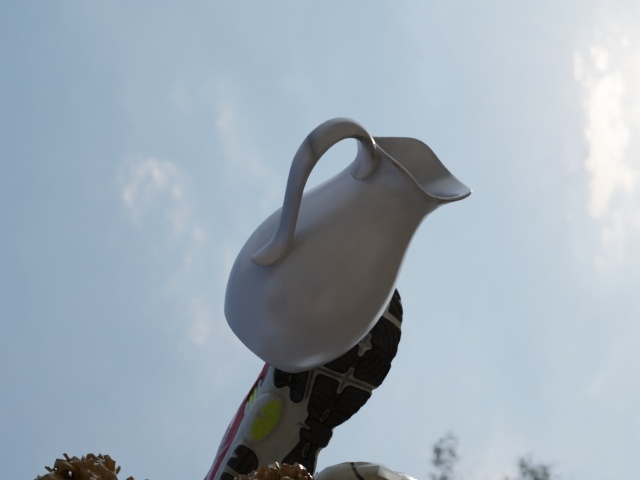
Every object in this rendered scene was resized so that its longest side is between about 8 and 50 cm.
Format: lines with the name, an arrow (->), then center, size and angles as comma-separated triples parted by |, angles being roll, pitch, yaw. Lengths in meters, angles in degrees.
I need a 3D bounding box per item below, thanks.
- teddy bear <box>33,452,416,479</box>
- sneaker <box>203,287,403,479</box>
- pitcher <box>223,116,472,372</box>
teddy bear -> -0.015, 0.159, 0.518 | 0.338, 0.245, 0.113 | 12, -86, -58
sneaker -> -0.030, 0.142, 1.153 | 0.107, 0.118, 0.279 | 37, -102, -15
pitcher -> 0.000, 0.000, 1.003 | 0.207, 0.125, 0.178 | -50, -39, 14
